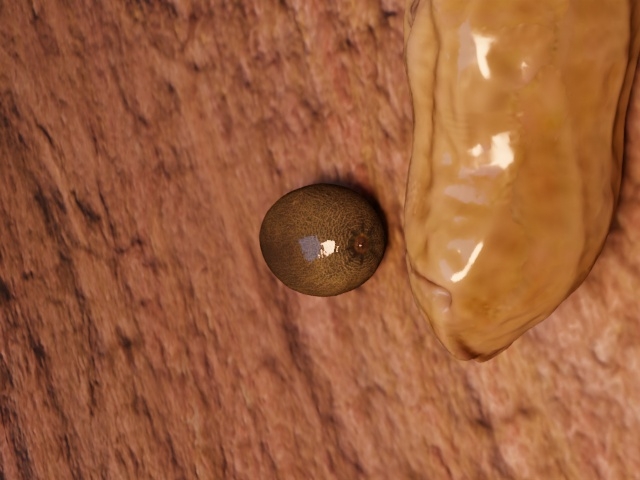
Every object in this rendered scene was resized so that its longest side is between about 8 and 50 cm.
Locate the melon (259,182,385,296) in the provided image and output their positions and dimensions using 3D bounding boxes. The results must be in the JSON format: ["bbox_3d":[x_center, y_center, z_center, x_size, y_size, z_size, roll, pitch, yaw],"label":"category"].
[{"bbox_3d":[0.000,0.000,1.037,0.130,0.098,0.098,-2,95,59],"label":"melon"}]

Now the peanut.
[{"bbox_3d":[0.132,-0.093,0.801,0.174,0.158,0.340,-89,-2,-76],"label":"peanut"}]
